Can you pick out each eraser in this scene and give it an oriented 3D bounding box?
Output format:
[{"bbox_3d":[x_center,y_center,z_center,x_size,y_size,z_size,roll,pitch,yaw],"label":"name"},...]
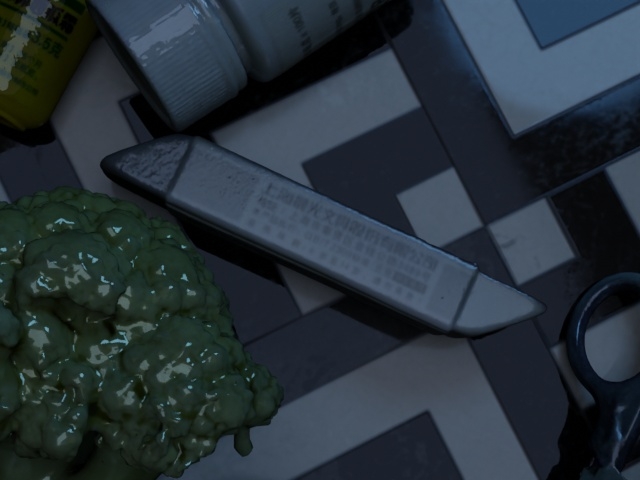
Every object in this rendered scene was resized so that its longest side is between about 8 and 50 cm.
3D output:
[{"bbox_3d":[0.000,0.000,1.007,0.352,0.089,0.061,25,85,0],"label":"eraser"}]

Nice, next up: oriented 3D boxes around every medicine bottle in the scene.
[{"bbox_3d":[-0.045,-0.202,1.006,0.252,0.144,0.144,-35,85,-11],"label":"medicine bottle"},{"bbox_3d":[-0.204,-0.215,1.038,0.095,0.064,0.260,28,80,-6],"label":"medicine bottle"}]

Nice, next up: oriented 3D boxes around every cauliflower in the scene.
[{"bbox_3d":[-0.191,0.098,0.895,0.327,0.260,0.281,10,76,19],"label":"cauliflower"}]

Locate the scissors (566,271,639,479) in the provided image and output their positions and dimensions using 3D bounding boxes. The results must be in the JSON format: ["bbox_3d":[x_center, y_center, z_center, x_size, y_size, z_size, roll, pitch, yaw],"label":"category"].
[{"bbox_3d":[0.205,0.222,0.968,0.256,0.029,0.383,35,84,35],"label":"scissors"}]
